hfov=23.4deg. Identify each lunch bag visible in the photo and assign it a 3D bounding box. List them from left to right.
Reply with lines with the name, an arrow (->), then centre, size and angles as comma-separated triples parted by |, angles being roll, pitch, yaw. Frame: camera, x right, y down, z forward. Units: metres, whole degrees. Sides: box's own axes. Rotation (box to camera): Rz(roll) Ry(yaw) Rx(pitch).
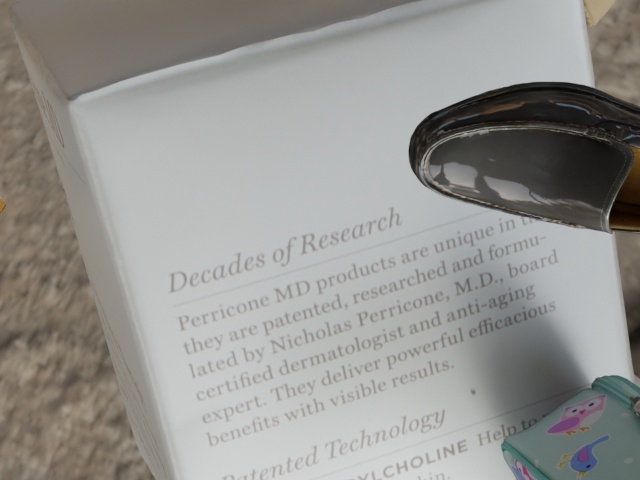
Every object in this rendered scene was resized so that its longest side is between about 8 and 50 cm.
lunch bag -> 0.230, 0.218, 0.954 | 0.108, 0.224, 0.279 | -31, 109, -5

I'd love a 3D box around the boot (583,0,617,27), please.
boot -> 0.215, -0.279, 1.084 | 0.090, 0.248, 0.207 | 28, 85, 17

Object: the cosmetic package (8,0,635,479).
cosmetic package -> 0.000, 0.000, 1.112 | 0.327, 0.329, 0.394 | -17, 113, -11

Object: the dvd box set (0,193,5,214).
dvd box set -> -0.415, -0.171, 1.060 | 0.307, 0.062, 0.420 | 16, 147, 20

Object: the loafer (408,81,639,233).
loafer -> 0.125, -0.032, 0.696 | 0.170, 0.061, 0.062 | 0, 124, 0

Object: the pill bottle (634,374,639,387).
pill bottle -> 0.160, 0.260, 1.320 | 0.188, 0.188, 0.334 | 39, 77, -9
